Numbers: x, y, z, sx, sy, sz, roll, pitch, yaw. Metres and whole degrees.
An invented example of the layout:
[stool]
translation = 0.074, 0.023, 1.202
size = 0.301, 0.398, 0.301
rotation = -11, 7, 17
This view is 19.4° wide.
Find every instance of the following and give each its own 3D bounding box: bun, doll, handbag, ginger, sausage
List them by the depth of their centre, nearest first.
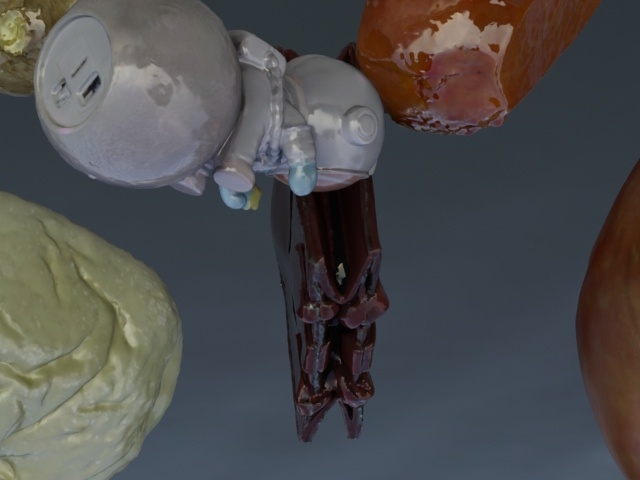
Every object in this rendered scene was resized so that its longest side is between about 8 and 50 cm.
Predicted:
[doll]
translation = -0.064, -0.096, 1.338
size = 0.287, 0.151, 0.151
rotation = 10, 155, -43
[ginger]
translation = -0.228, -0.172, 1.555
size = 0.157, 0.102, 0.216
rotation = -8, -177, -38
[sausage]
translation = 0.140, -0.202, 1.573
size = 0.141, 0.268, 0.153
rotation = 21, 143, 28
[handbag]
translation = 0.001, 0.000, 1.608
size = 0.084, 0.275, 0.260
rotation = -2, 137, -6
[bun]
translation = -0.304, 0.107, 1.621
size = 0.349, 0.227, 0.352
rotation = 11, 153, 5

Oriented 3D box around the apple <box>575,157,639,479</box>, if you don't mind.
[apple]
translation = 0.218, 0.035, 0.749
size = 0.230, 0.230, 0.230
rotation = 3, 152, 1
